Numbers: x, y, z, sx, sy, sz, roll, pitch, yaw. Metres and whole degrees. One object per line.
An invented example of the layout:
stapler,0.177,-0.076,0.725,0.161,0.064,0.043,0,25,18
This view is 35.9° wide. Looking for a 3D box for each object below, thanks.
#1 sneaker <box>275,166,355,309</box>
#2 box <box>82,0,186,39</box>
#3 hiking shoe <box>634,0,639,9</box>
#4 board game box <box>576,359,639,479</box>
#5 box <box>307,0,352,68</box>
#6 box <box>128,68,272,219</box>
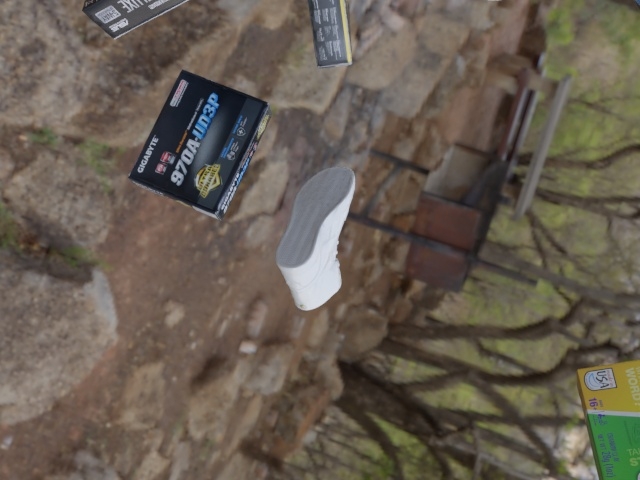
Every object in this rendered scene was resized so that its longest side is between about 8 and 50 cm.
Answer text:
sneaker,0.000,0.000,1.971,0.169,0.108,0.292,74,35,-45
box,-0.237,-0.489,1.536,0.076,0.242,0.307,40,41,-43
hiking shoe,0.411,-0.269,1.018,0.132,0.113,0.304,58,3,-32
board game box,0.544,0.273,1.392,0.064,0.316,0.242,69,13,-50
box,0.009,-0.548,1.974,0.257,0.079,0.322,-92,174,-54
box,-0.207,-0.167,1.721,0.051,0.175,0.220,70,43,-75
